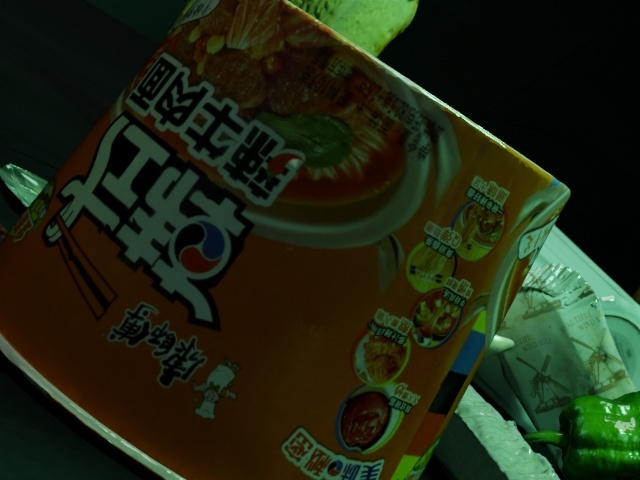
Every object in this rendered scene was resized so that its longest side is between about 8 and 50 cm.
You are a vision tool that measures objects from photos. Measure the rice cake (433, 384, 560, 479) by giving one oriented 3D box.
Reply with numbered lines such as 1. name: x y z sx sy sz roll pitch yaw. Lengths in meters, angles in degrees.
1. rice cake: 0.105 0.138 0.931 0.049 0.055 0.270 11 10 -14

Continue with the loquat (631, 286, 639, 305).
1. loquat: 0.503 0.142 1.776 0.328 0.328 0.328 33 6 -4

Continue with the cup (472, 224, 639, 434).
1. cup: 0.169 0.086 1.388 0.202 0.221 0.166 48 -19 56

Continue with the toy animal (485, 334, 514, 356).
1. toy animal: 0.097 0.081 1.214 0.089 0.083 0.150 36 5 6

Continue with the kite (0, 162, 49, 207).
1. kite: -0.107 0.011 1.020 0.245 0.015 0.141 27 9 -18

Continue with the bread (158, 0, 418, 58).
1. bread: -0.052 -0.159 1.432 0.185 0.274 0.114 37 11 34

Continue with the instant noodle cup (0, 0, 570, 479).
1. instant noodle cup: -0.016 0.001 0.728 0.250 0.192 0.250 33 5 -3

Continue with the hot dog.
1. hot dog: 0.201 0.113 1.219 0.059 0.108 0.191 -19 84 -49

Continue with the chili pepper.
1. chili pepper: 0.278 0.154 1.137 0.257 0.074 0.100 9 -4 -10
